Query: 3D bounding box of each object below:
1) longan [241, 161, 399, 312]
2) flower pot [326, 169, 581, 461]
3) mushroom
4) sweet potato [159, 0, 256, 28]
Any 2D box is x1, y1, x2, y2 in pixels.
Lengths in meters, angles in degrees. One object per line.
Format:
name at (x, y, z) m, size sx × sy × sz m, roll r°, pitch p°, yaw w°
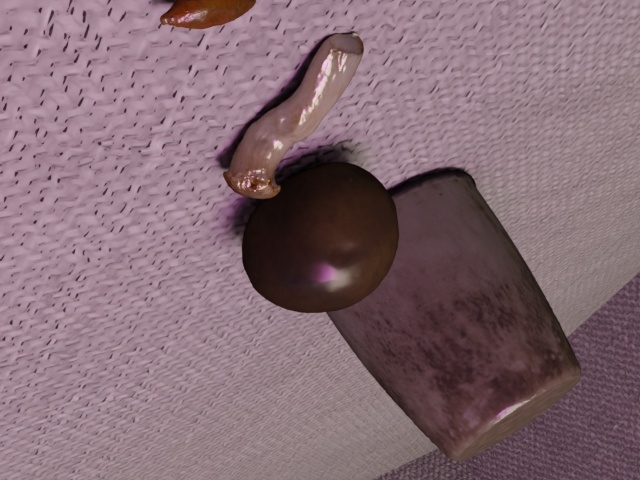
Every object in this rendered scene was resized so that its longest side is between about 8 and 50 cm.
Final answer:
longan at (0.000, 0.000, 1.039) m, size 0.189 × 0.189 × 0.189 m, roll -28°, pitch 156°, yaw -13°
flower pot at (0.188, 0.113, 1.286) m, size 0.293 × 0.330 × 0.294 m, roll -30°, pitch 157°, yaw -14°
mushroom at (-0.024, -0.121, 0.905) m, size 0.202 × 0.054 × 0.059 m, roll -50°, pitch 158°, yaw 20°
sweet potato at (-0.085, -0.185, 0.717) m, size 0.095 × 0.034 × 0.034 m, roll -27°, pitch 158°, yaw -40°
